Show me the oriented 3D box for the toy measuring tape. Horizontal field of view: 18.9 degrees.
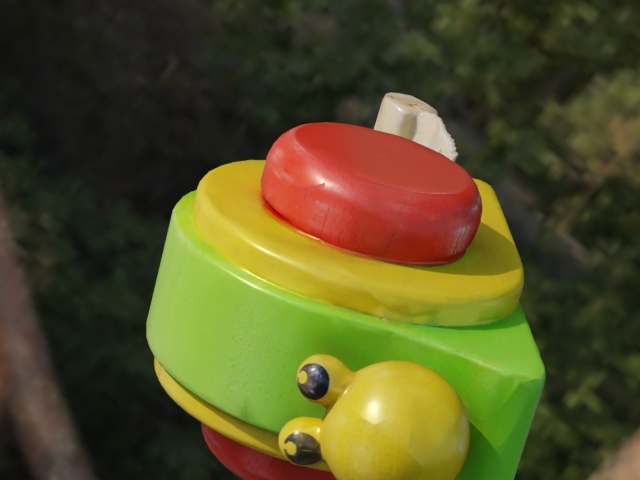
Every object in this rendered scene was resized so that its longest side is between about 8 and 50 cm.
[{"bbox_3d":[0.000,0.000,0.667,0.121,0.121,0.330,35,15,-15],"label":"toy measuring tape"}]
